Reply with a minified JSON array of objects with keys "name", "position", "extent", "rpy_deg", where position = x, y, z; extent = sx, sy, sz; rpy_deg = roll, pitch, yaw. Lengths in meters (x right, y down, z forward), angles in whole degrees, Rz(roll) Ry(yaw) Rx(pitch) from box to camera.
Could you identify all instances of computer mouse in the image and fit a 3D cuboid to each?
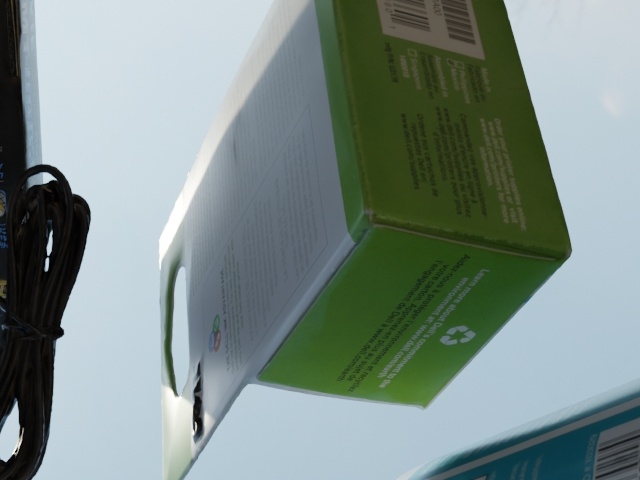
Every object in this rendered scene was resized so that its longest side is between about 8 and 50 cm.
[{"name":"computer mouse","position":[-0.248,0.052,0.681],"extent":[0.262,0.184,0.060],"rpy_deg":[2,169,5]}]

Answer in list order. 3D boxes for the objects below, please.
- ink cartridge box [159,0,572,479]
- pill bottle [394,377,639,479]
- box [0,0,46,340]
[{"name":"ink cartridge box","position":[0.000,0.000,0.654],"extent":[0.097,0.255,0.188],"rpy_deg":[10,-131,-21]},{"name":"pill bottle","position":[0.108,0.138,0.511],"extent":[0.146,0.264,0.146],"rpy_deg":[21,-126,-33]},{"name":"box","position":[-0.328,-0.075,0.826],"extent":[0.296,0.293,0.073],"rpy_deg":[0,-155,-3]}]
